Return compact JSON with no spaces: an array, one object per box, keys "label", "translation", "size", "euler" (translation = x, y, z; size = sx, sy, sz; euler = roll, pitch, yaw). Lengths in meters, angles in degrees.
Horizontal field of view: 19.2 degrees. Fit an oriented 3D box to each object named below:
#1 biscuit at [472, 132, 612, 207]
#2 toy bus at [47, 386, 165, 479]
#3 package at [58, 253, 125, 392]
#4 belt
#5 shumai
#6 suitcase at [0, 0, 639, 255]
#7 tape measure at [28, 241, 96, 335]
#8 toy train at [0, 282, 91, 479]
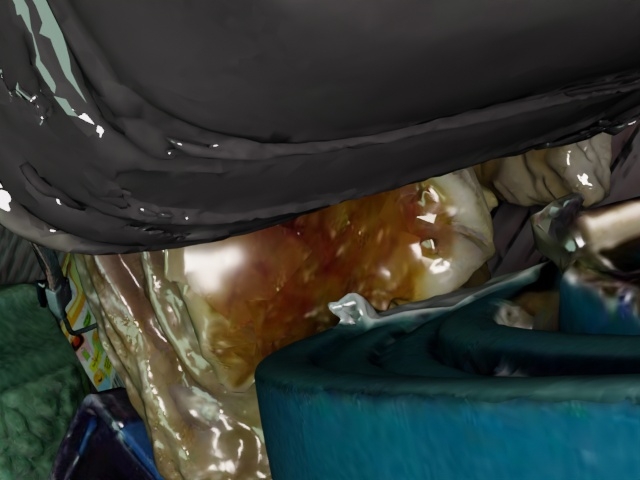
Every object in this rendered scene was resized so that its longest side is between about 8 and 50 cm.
[{"label":"biscuit","translation":[0.023,-0.138,0.735],"size":[0.141,0.038,0.290],"euler":[-22,88,56]},{"label":"toy bus","translation":[0.025,0.177,0.727],"size":[0.287,0.175,0.138],"euler":[43,127,34]},{"label":"package","translation":[-0.097,0.036,0.953],"size":[0.121,0.031,0.108],"euler":[55,139,25]},{"label":"belt","translation":[0.165,0.064,0.415],"size":[0.436,0.300,0.173],"euler":[-1,100,60]},{"label":"shumai","translation":[0.000,0.000,0.655],"size":[0.153,0.161,0.210],"euler":[138,130,-65]},{"label":"suitcase","translation":[-0.002,-0.189,0.508],"size":[0.188,0.339,0.345],"euler":[-27,80,47]},{"label":"tape measure","translation":[-0.077,0.009,0.805],"size":[0.107,0.180,0.104],"euler":[36,95,31]},{"label":"toy train","translation":[-0.221,0.160,1.058],"size":[0.238,0.167,0.299],"euler":[-5,100,42]}]
